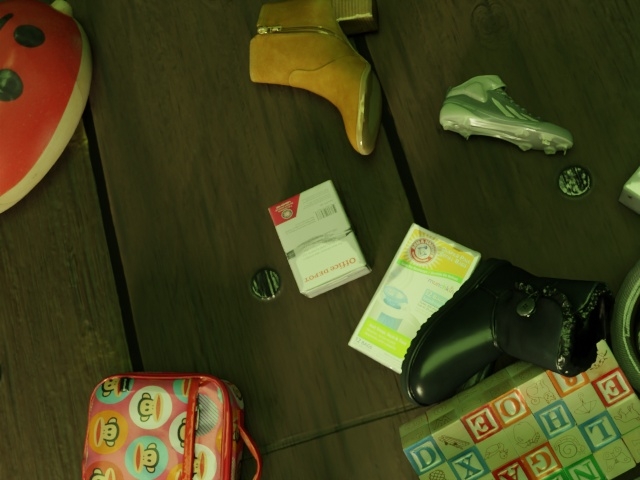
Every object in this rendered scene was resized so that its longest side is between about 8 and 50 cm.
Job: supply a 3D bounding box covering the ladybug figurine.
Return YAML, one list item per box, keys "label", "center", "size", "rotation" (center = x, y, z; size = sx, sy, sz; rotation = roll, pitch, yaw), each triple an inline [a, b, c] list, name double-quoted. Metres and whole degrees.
- label: "ladybug figurine"
  center: [-0.576, -0.237, 1.419]
  size: [0.305, 0.162, 0.449]
  rotation: [29, 84, 18]

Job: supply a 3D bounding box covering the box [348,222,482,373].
- label: "box"
  center: [0.142, 0.093, 1.206]
  size: [0.114, 0.103, 0.203]
  rotation: [27, 84, 17]

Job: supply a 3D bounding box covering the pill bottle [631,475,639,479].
- label: "pill bottle"
  center: [0.499, 0.431, 1.003]
  size: [0.181, 0.181, 0.323]
  rotation: [-26, 73, 6]

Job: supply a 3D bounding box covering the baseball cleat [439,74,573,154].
- label: "baseball cleat"
  center: [0.288, -0.198, 1.262]
  size: [0.206, 0.072, 0.109]
  rotation: [14, 74, 12]

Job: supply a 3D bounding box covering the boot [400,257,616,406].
- label: "boot"
  center: [0.237, 0.133, 1.061]
  size: [0.246, 0.094, 0.207]
  rotation: [-49, 29, -14]

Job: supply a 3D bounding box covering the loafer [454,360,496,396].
- label: "loafer"
  center: [0.221, 0.177, 1.192]
  size: [0.061, 0.062, 0.170]
  rotation: [8, 78, 18]

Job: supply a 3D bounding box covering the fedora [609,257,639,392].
- label: "fedora"
  center: [0.524, 0.108, 1.105]
  size: [0.275, 0.124, 0.244]
  rotation: [-46, 70, 6]

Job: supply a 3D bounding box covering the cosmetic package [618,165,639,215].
- label: "cosmetic package"
  center: [0.543, -0.121, 1.180]
  size: [0.117, 0.085, 0.231]
  rotation: [40, 90, 18]

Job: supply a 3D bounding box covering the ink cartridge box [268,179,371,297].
- label: "ink cartridge box"
  center: [0.000, 0.000, 1.282]
  size: [0.109, 0.063, 0.150]
  rotation: [-24, 73, 6]

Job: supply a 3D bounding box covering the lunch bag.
- label: "lunch bag"
  center: [-0.214, 0.343, 1.226]
  size: [0.258, 0.120, 0.293]
  rotation: [-1, 76, 8]

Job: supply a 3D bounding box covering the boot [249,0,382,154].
- label: "boot"
  center: [-0.012, -0.264, 1.340]
  size: [0.211, 0.104, 0.295]
  rotation: [-5, 71, 17]

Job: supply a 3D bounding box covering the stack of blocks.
- label: "stack of blocks"
  center: [0.277, 0.264, 1.111]
  size: [0.297, 0.087, 0.171]
  rotation: [-30, 96, 6]
